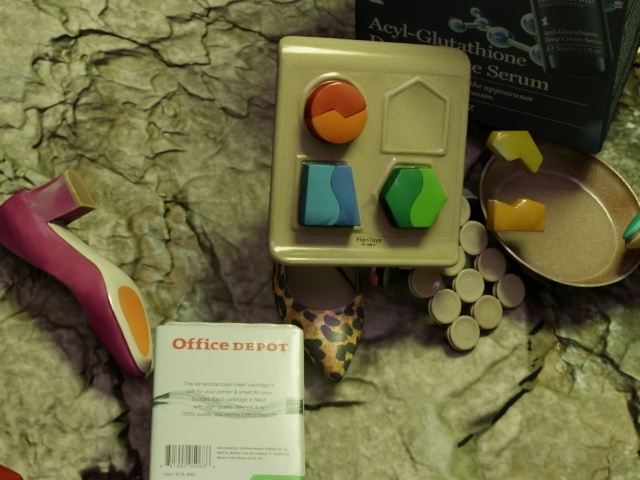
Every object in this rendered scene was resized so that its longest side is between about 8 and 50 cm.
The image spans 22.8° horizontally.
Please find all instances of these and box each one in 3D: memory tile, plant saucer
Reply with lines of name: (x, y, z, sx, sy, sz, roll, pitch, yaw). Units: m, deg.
memory tile: (0.146, 0.034, 1.686, 0.113, 0.012, 0.148, -42, 106, -23)
plant saucer: (0.263, -0.024, 1.746, 0.198, 0.036, 0.198, 9, 53, -12)

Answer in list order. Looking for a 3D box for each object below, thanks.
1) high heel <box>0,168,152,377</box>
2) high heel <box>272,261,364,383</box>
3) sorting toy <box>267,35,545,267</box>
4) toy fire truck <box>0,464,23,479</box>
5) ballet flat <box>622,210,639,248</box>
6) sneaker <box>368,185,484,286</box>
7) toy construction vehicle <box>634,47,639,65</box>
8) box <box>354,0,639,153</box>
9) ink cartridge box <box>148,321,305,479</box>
high heel: (-0.265, 0.051, 1.661, 0.117, 0.082, 0.244, -30, 78, 14)
high heel: (0.000, 0.000, 1.635, 0.093, 0.186, 0.261, -5, 60, -8)
sorting toy: (0.098, -0.086, 1.618, 0.307, 0.041, 0.229, 1, 93, -22)
toy fire truck: (-0.341, 0.323, 1.374, 0.169, 0.254, 0.302, 23, 60, 8)
ballet flat: (0.408, -0.048, 1.748, 0.073, 0.080, 0.232, 42, 49, 0)
sneaker: (0.120, -0.003, 1.720, 0.075, 0.063, 0.170, 33, 57, 20)
toy construction vehicle: (0.347, -0.262, 1.910, 0.086, 0.035, 0.098, 6, 59, -2)
box: (0.206, -0.324, 1.697, 0.293, 0.395, 0.212, 16, 53, 14)
ink cartridge box: (-0.092, 0.192, 1.571, 0.153, 0.087, 0.208, 2, 60, -4)
